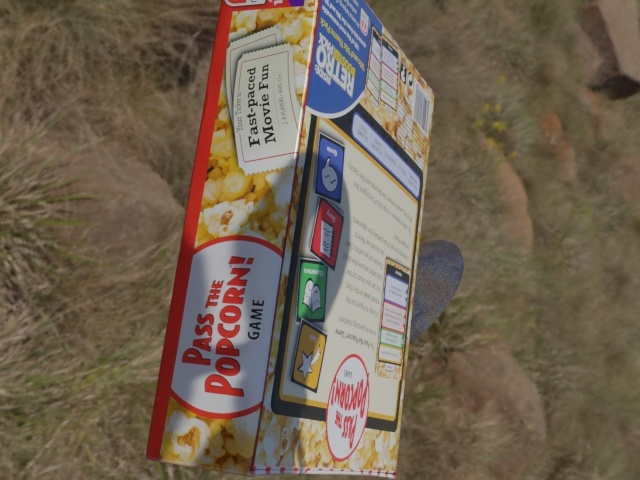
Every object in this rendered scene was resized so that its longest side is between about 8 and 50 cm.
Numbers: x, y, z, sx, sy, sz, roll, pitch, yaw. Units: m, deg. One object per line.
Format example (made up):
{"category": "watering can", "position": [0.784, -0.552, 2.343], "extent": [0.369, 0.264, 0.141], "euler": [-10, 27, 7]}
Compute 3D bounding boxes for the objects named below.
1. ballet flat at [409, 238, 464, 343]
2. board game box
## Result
{"category": "ballet flat", "position": [0.029, 0.102, 1.049], "extent": [0.106, 0.316, 0.107], "euler": [26, 28, -47]}
{"category": "board game box", "position": [0.000, 0.000, 0.380], "extent": [0.147, 0.045, 0.193], "euler": [32, 63, -62]}
